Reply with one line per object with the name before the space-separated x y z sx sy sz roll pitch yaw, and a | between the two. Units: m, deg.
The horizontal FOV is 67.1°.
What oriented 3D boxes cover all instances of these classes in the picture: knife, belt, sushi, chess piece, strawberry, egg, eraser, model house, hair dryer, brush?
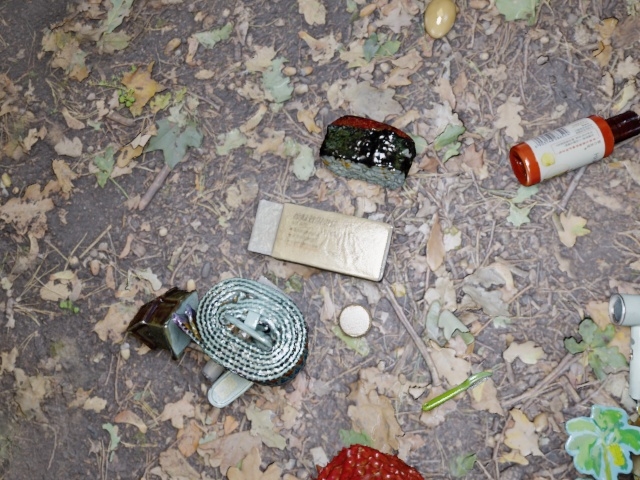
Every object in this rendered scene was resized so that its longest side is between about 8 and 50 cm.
knife | 0.318 0.347 1.122 0.184 0.022 0.026 -31 104 3
belt | -0.163 0.201 1.105 0.295 0.160 0.207 34 73 14
sushi | 0.113 -0.214 1.177 0.225 0.136 0.126 23 78 16
chess piece | 0.084 0.195 1.174 0.083 0.038 0.084 -2 82 12
strawberry | 0.108 0.567 0.966 0.291 0.343 0.292 2 76 -8
egg | 0.301 -0.562 1.223 0.080 0.080 0.097 24 95 12
eraser | 0.000 0.000 1.195 0.343 0.078 0.144 13 84 12
model house | -0.402 0.197 1.233 0.152 0.106 0.165 6 47 22
model house | 0.665 0.421 0.964 0.357 0.242 0.313 -5 74 10
hair dryer | 0.709 0.238 1.050 0.131 0.073 0.237 4 85 9
brush | -0.151 0.297 1.195 0.296 0.060 0.068 -38 95 -10

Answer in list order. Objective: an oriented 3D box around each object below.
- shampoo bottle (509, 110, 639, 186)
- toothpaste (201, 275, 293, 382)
shampoo bottle | 0.590 -0.221 1.113 0.278 0.104 0.104 -21 79 6
toothpaste | -0.192 0.230 1.208 0.099 0.068 0.282 40 83 -15
